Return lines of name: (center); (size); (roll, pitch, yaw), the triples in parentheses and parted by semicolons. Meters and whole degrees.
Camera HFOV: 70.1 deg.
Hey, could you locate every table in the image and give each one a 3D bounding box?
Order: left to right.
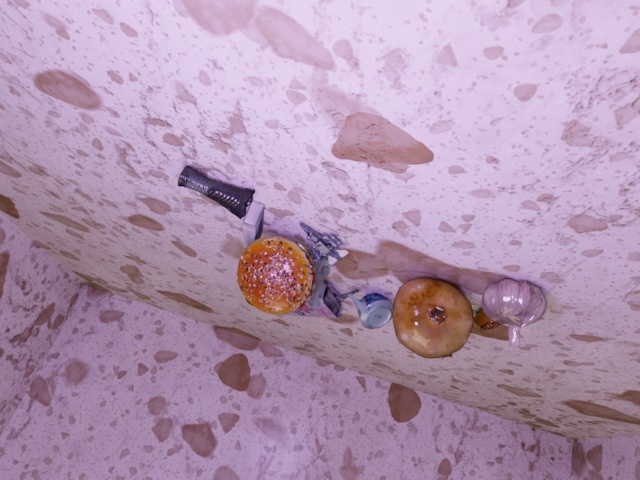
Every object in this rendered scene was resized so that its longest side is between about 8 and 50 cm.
table: (-0.047, 0.162, 1.834); (0.166, 0.199, 0.167); (14, 154, 7)

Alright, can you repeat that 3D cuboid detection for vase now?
vase: (-0.347, -0.166, 1.510); (0.237, 0.116, 0.115); (25, 154, -2)

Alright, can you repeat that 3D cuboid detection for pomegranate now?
pomegranate: (0.403, 0.280, 1.670); (0.318, 0.320, 0.319); (15, 154, 7)

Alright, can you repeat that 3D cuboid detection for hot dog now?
hot dog: (0.667, 0.300, 1.773); (0.102, 0.076, 0.249); (20, 156, 4)

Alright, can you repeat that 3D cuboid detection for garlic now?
garlic: (0.648, 0.250, 1.533); (0.218, 0.212, 0.219); (10, 156, 4)

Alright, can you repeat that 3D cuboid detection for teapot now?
teapot: (0.232, 0.294, 2.003); (0.231, 0.159, 0.158); (21, 156, -30)

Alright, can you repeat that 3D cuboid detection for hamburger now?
hamburger: (-0.157, 0.123, 1.659); (0.299, 0.301, 0.176); (17, -173, 2)

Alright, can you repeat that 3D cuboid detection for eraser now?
eraser: (-0.247, -0.048, 1.670); (0.052, 0.096, 0.225); (19, 155, 1)

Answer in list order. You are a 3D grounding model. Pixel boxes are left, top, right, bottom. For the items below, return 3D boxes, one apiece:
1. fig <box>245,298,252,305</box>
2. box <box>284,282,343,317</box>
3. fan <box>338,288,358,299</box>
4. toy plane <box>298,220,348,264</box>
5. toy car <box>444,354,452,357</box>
fig: (-0.304, 0.297, 2.368); (0.184, 0.127, 0.132); (35, 137, -24)
box: (-0.086, 0.279, 2.154); (0.369, 0.113, 0.190); (-3, 145, 28)
fan: (0.129, 0.251, 2.109); (0.038, 0.016, 0.193); (24, 155, -16)
toy plane: (0.004, 0.014, 1.647); (0.160, 0.083, 0.234); (-36, 126, 28)
toy car: (0.650, 0.609, 2.447); (0.059, 0.035, 0.122); (26, 152, -23)
